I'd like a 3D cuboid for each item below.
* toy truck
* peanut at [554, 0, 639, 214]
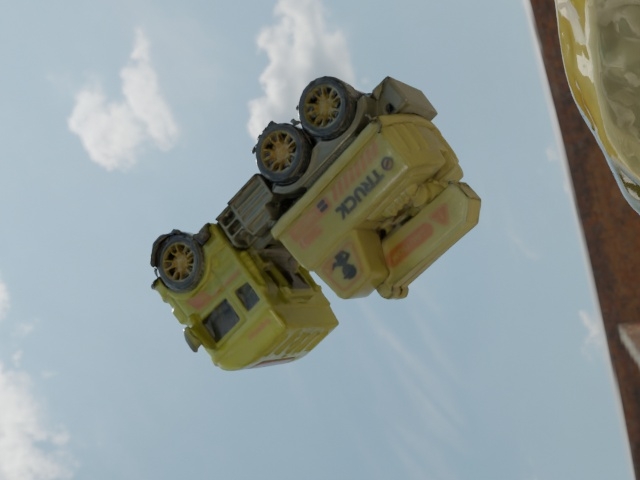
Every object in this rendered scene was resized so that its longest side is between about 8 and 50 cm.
[{"bbox_3d":[0.000,0.000,0.720,0.157,0.272,0.124,55,-157,22],"label":"toy truck"},{"bbox_3d":[0.169,-0.125,0.401,0.147,0.147,0.305,-63,-38,-52],"label":"peanut"}]
